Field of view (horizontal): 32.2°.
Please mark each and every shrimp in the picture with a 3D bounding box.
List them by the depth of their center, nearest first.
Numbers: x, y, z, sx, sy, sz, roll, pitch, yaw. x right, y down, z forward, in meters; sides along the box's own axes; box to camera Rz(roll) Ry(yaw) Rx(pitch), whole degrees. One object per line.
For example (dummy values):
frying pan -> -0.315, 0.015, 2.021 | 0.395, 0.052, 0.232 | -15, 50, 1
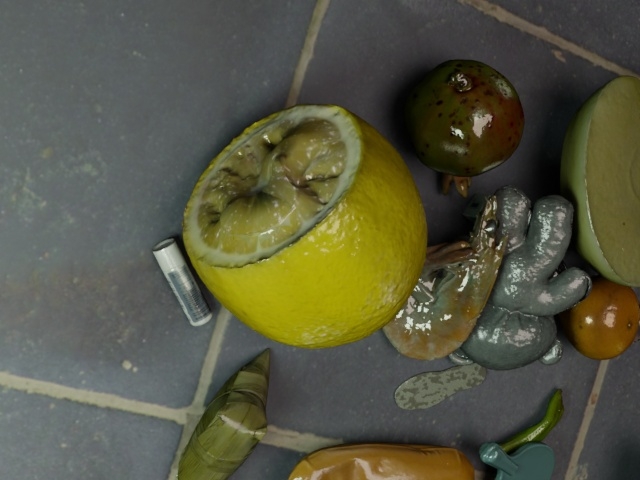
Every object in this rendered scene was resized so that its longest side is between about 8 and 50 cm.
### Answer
shrimp -> 0.205, 0.057, 1.851 | 0.168, 0.077, 0.317 | 24, 105, 6

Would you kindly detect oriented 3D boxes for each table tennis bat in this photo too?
table tennis bat -> 0.352, 0.419, 2.015 | 0.149, 0.038, 0.237 | -51, 136, 0

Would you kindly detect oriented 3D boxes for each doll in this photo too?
doll -> 0.344, 0.067, 1.919 | 0.246, 0.158, 0.340 | 8, 104, 11

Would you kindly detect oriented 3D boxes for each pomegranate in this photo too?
pomegranate -> 0.229, -0.173, 1.822 | 0.198, 0.198, 0.246 | -1, 116, -27

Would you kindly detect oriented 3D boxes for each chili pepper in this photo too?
chili pepper -> 0.390, 0.353, 2.055 | 0.201, 0.050, 0.052 | -32, 145, -21

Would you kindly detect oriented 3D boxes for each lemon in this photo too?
lemon -> 0.000, 0.000, 1.652 | 0.364, 0.364, 0.364 | -4, 99, -27

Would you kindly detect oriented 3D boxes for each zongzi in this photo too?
zongzi -> -0.152, 0.292, 1.767 | 0.094, 0.204, 0.205 | 29, 121, -10

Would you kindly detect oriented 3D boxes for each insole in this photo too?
insole -> 0.215, 0.256, 1.971 | 0.193, 0.006, 0.065 | -16, 104, -25

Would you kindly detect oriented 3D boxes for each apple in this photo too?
apple -> 0.580, -0.108, 1.957 | 0.311, 0.320, 0.360 | -9, 90, 13

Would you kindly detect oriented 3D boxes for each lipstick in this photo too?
lipstick -> -0.211, 0.066, 1.707 | 0.040, 0.040, 0.141 | -32, 110, -20

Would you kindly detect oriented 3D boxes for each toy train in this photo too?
toy train -> 0.354, 0.002, 1.980 | 0.234, 0.051, 0.052 | 37, 81, -26

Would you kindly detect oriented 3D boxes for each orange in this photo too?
orange -> 0.509, 0.139, 2.033 | 0.159, 0.136, 0.159 | -14, 110, -44

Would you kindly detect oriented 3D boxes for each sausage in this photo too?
sausage -> 0.091, 0.406, 1.871 | 0.354, 0.116, 0.134 | 7, 108, -25

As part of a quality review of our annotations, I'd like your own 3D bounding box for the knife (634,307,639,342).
knife -> 0.752, 0.107, 2.206 | 0.365, 0.043, 0.089 | -25, 107, -21
